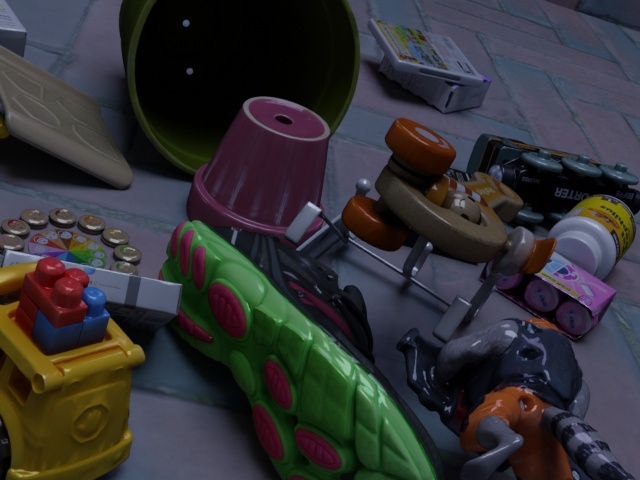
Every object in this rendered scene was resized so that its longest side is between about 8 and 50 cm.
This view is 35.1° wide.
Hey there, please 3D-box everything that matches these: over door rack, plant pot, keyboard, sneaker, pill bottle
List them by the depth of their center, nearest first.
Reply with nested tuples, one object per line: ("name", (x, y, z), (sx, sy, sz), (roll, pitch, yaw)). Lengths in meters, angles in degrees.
("sneaker", (0.000, 0.120, 1.117), (0.202, 0.185, 0.483), (-6, 40, -36))
("over door rack", (0.116, 0.018, 1.342), (0.239, 0.108, 0.324), (32, 8, 12))
("keyboard", (0.000, 0.000, 1.443), (0.014, 0.072, 0.256), (33, 30, 10))
("plant pot", (-0.075, -0.097, 1.450), (0.201, 0.180, 0.201), (16, 29, -9))
("plant pot", (-0.176, -0.321, 1.651), (0.366, 0.367, 0.353), (5, 20, -27))
("pill bottle", (0.448, 0.003, 1.692), (0.117, 0.117, 0.215), (31, 30, 18))

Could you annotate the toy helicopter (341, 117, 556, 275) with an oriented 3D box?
("toy helicopter", (0.198, -0.037, 1.271), (0.235, 0.140, 0.355), (35, 20, 16))

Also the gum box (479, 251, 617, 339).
("gum box", (0.356, 0.071, 1.568), (0.188, 0.062, 0.107), (34, 31, 24))

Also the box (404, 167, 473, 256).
("box", (0.194, -0.054, 1.663), (0.147, 0.078, 0.180), (15, 28, -11))

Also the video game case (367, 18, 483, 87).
("video game case", (0.226, -0.411, 2.218), (0.206, 0.026, 0.227), (9, 32, -21))

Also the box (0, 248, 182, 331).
("box", (-0.257, 0.059, 1.111), (0.186, 0.145, 0.038), (11, 74, -16))

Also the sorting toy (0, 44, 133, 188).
("sorting toy", (-0.419, -0.194, 1.442), (0.307, 0.041, 0.229), (28, 20, -40))

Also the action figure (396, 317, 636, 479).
("action figure", (0.249, 0.205, 1.049), (0.341, 0.178, 0.330), (38, 25, -15))

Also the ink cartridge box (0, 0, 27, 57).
("ink cartridge box", (-0.608, -0.348, 1.596), (0.201, 0.117, 0.278), (-1, 35, -36))

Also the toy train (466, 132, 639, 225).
("toy train", (0.432, -0.110, 1.873), (0.334, 0.142, 0.190), (7, 22, -25))

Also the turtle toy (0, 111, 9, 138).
("turtle toy", (-0.492, -0.157, 1.392), (0.130, 0.066, 0.095), (-2, 39, -36))

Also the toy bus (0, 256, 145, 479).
("toy bus", (-0.271, 0.094, 0.951), (0.149, 0.211, 0.220), (-14, 42, -45))

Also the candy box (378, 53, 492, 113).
("candy box", (0.255, -0.367, 2.263), (0.196, 0.070, 0.165), (37, 32, 26))

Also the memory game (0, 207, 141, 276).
("memory game", (-0.316, 0.010, 1.277), (0.186, 0.012, 0.186), (16, 29, -9))
